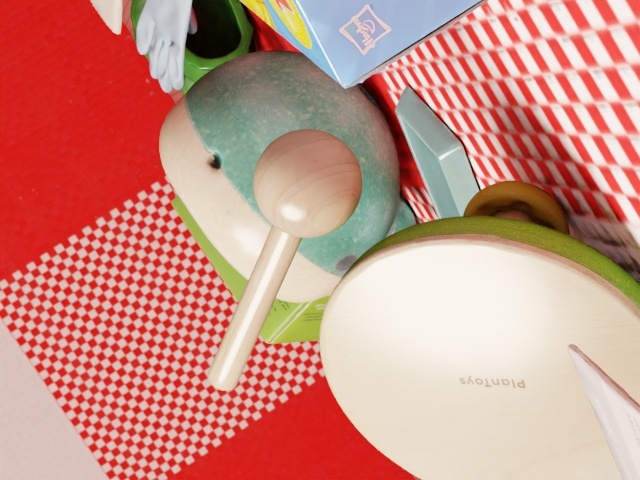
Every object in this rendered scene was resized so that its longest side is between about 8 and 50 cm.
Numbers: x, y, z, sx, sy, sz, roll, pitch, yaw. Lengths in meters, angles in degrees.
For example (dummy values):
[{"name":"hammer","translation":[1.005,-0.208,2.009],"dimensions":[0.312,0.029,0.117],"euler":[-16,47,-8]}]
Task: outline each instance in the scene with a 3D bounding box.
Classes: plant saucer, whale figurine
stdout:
[{"name":"plant saucer","translation":[0.090,-0.015,0.996],"dimensions":[0.067,0.018,0.192],"euler":[53,174,41]},{"name":"whale figurine","translation":[0.007,-0.048,1.123],"dimensions":[0.216,0.141,0.272],"euler":[55,-161,24]}]

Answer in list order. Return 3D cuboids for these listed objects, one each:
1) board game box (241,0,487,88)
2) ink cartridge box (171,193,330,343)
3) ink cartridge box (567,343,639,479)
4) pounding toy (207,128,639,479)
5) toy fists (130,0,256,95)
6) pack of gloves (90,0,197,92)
[{"name":"board game box","translation":[-0.071,-0.251,0.680],"dimensions":[0.308,0.086,0.302],"euler":[60,174,-30]},{"name":"ink cartridge box","translation":[0.000,0.000,1.585],"dimensions":[0.255,0.097,0.189],"euler":[0,-131,-54]},{"name":"ink cartridge box","translation":[0.232,0.188,0.634],"dimensions":[0.261,0.066,0.296],"euler":[50,171,52]},{"name":"pounding toy","translation":[0.078,0.028,0.797],"dimensions":[0.237,0.110,0.183],"euler":[22,134,7]},{"name":"toy fists","translation":[-0.151,-0.239,1.451],"dimensions":[0.279,0.096,0.142],"euler":[55,175,11]},{"name":"pack of gloves","translation":[-0.136,-0.253,1.296],"dimensions":[0.195,0.046,0.232],"euler":[55,148,33]}]
